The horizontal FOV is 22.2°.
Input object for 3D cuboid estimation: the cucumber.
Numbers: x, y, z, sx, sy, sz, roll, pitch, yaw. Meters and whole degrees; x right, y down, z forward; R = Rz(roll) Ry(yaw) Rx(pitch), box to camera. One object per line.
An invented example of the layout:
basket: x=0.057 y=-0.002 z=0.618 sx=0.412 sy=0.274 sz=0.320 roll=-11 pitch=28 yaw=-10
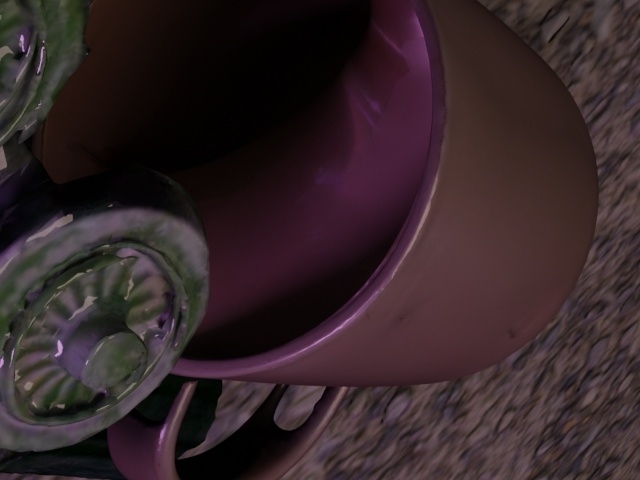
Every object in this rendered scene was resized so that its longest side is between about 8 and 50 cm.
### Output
cucumber: x=-0.100 y=0.064 z=0.751 sx=0.115 sy=0.062 sz=0.116 roll=19 pitch=101 yaw=-60

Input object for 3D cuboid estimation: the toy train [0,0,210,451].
toy train: x=-0.183 y=-0.001 z=0.501 sx=0.249 sy=0.173 sz=0.307 roll=-40 pitch=143 yaw=-16

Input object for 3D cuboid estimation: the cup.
cup: x=0.000 y=0.000 z=0.711 sx=0.200 sy=0.191 sz=0.253 roll=17 pitch=96 yaw=-59
